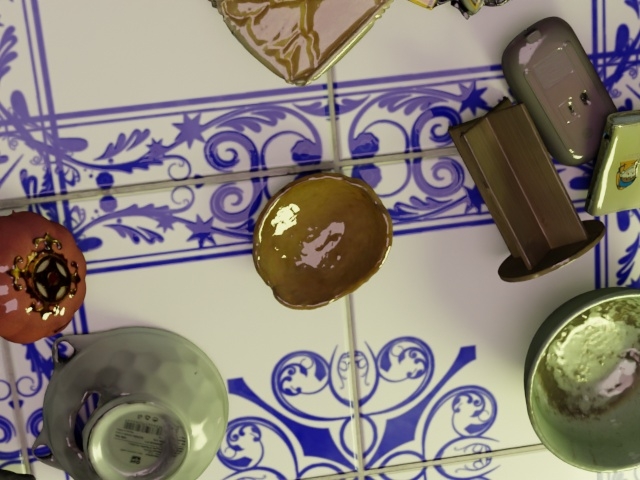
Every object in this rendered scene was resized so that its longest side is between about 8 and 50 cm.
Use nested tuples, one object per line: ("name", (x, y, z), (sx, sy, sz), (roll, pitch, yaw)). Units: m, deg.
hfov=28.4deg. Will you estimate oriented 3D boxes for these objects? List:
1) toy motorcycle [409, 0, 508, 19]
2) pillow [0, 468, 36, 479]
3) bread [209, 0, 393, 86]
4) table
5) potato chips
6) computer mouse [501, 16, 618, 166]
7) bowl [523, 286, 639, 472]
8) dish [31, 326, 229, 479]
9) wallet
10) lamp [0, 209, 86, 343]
("toy motorcycle", (0.217, -0.423, 1.689), (0.157, 0.091, 0.263), (22, 106, -10))
("pillow", (-0.547, 0.415, 1.835), (0.186, 0.106, 0.250), (26, 98, -17))
("bread", (-0.023, -0.328, 1.672), (0.192, 0.110, 0.210), (40, 98, -12))
("table", (0.280, -0.079, 1.787), (0.167, 0.167, 0.227), (-28, 101, 1))
("potato chips", (0.000, -0.001, 1.807), (0.195, 0.062, 0.208), (11, 107, -7))
("computer mouse", (0.341, -0.210, 1.792), (0.120, 0.057, 0.232), (-37, 118, 2))
("bowl", (0.424, 0.188, 1.892), (0.289, 0.146, 0.289), (-3, 107, -9))
("dish", (-0.268, 0.270, 1.824), (0.303, 0.120, 0.303), (-3, 109, -9))
("wallet", (0.442, -0.114, 1.826), (0.110, 0.039, 0.155), (-9, 128, -23))
("lamp", (-0.407, 0.050, 1.717), (0.182, 0.140, 0.182), (7, 81, -47))
